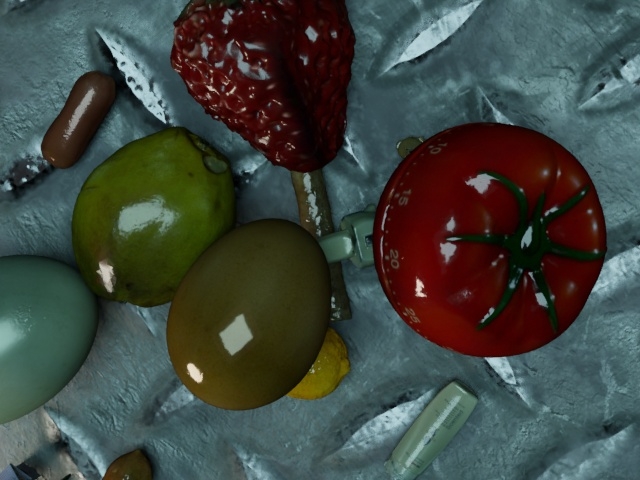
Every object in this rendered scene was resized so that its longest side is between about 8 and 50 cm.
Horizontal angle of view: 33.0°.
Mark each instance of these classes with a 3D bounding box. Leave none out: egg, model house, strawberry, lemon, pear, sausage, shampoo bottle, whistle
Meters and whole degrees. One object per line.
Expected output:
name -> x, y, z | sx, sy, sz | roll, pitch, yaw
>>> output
egg -> -0.566, 0.176, 1.891 | 0.389, 0.276, 0.276 | -29, 92, 9
model house -> -0.549, 0.454, 1.979 | 0.088, 0.167, 0.117 | 46, 104, 4
strawberry -> -0.079, -0.275, 1.792 | 0.295, 0.317, 0.345 | -13, 119, 9
lemon -> -0.037, 0.206, 1.894 | 0.187, 0.142, 0.142 | 18, 98, 12
pear -> -0.282, -0.039, 1.844 | 0.269, 0.269, 0.321 | 25, 96, 4
egg -> -0.109, 0.116, 1.736 | 0.250, 0.250, 0.322 | 28, 80, 4
sausage -> -0.433, -0.217, 1.935 | 0.077, 0.077, 0.194 | 33, 99, 3
shampoo bottle -> 0.198, 0.345, 1.925 | 0.072, 0.049, 0.212 | 34, 100, -2
whistle -> 0.086, -0.006, 1.864 | 0.244, 0.092, 0.110 | -18, 101, -14

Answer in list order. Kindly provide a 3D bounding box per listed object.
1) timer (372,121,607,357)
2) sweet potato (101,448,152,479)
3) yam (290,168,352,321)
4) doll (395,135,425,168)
timer -> 0.267, -0.001, 1.736 | 0.378, 0.279, 0.377 | -2, 96, -25
sweet potato -> -0.400, 0.515, 2.001 | 0.097, 0.097, 0.291 | 35, 100, 2
yam -> 0.000, 0.000, 1.907 | 0.066, 0.066, 0.299 | -9, 95, 8
doll -> 0.162, -0.134, 1.890 | 0.062, 0.051, 0.093 | -1, 125, 7
